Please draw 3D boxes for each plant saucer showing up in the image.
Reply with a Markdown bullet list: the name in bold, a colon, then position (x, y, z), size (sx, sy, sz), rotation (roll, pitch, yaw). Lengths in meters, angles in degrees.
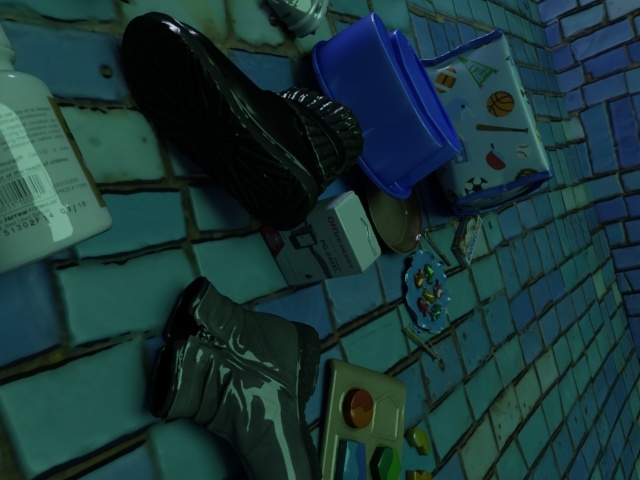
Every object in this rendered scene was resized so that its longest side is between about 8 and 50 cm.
- **plant saucer**: position (0.142, -0.066, 1.120), size (0.199, 0.036, 0.198), rotation (19, 64, -45)

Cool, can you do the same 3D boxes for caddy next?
- **caddy**: position (0.109, -0.245, 1.025), size (0.241, 0.179, 0.341), rotation (-6, 70, -59)

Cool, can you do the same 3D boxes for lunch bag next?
- **lunch bag**: position (0.346, -0.231, 1.253), size (0.385, 0.239, 0.327), rotation (2, 73, -76)

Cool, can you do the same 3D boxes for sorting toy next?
- **sorting toy**: position (0.114, 0.343, 0.943), size (0.307, 0.041, 0.229), rotation (28, 58, -42)

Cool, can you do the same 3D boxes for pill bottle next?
- **pill bottle**: position (-0.306, -0.090, 0.519), size (0.131, 0.131, 0.229), rotation (-33, 104, -50)

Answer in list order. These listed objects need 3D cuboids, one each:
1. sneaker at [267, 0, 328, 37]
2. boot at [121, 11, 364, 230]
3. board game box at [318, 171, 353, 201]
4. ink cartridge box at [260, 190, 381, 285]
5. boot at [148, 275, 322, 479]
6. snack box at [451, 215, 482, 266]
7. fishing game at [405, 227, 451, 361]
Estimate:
- **sneaker**: position (-0.035, -0.520, 1.007), size (0.115, 0.105, 0.281), rotation (26, 59, -42)
- **boot**: position (-0.095, -0.196, 0.804), size (0.348, 0.131, 0.260), rotation (50, 37, -14)
- **board game box**: position (0.020, -0.056, 0.976), size (0.133, 0.033, 0.168), rotation (-27, 103, -56)
- **ink cartridge box**: position (0.000, 0.000, 0.834), size (0.063, 0.151, 0.109), rotation (-41, 111, -48)
- **boot**: position (-0.113, 0.229, 0.675), size (0.223, 0.118, 0.338), rotation (28, 47, -39)
- **snack box**: position (0.373, -0.015, 1.388), size (0.064, 0.022, 0.178), rotation (55, 42, -24)
- **fishing game**: position (0.240, 0.106, 1.176), size (0.189, 0.041, 0.264), rotation (48, 45, -32)
